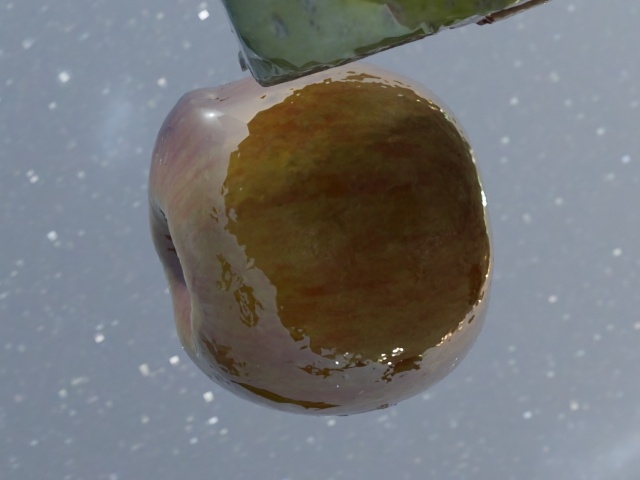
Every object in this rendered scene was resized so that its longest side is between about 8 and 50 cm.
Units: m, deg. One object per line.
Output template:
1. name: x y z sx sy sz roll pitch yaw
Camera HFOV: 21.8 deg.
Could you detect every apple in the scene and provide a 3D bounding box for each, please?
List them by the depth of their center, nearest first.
1. apple: 0.000 0.000 0.970 0.188 0.211 0.211 -11 -106 -10

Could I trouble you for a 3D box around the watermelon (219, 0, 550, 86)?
1. watermelon: 0.044 -0.166 0.590 0.201 0.213 0.262 71 176 -71
